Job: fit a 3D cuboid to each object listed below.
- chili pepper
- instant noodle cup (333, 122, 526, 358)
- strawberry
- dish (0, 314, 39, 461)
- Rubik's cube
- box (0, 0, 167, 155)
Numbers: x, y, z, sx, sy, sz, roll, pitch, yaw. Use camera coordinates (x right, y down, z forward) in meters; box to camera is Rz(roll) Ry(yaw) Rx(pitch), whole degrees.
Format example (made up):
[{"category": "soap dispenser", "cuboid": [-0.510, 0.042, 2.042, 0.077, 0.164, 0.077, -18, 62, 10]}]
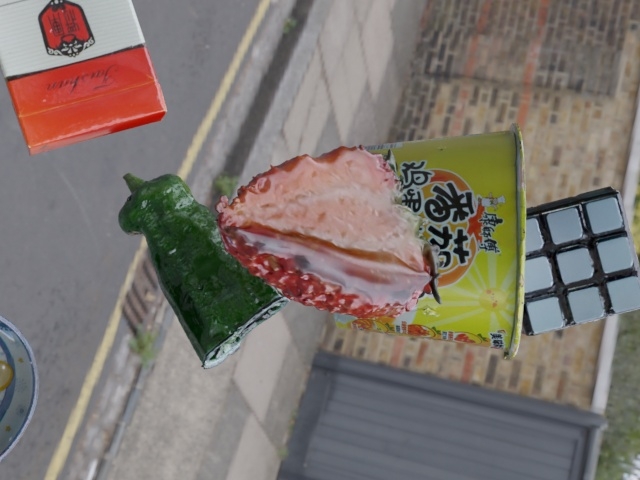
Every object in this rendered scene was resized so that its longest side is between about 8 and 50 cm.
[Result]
[{"category": "chili pepper", "cuboid": [-0.170, 0.014, 1.188, 0.136, 0.270, 0.099, -46, 160, 28]}, {"category": "instant noodle cup", "cuboid": [0.118, 0.000, 1.036, 0.264, 0.200, 0.264, 1, 90, -84]}, {"category": "strawberry", "cuboid": [0.003, 0.014, 0.813, 0.228, 0.174, 0.098, -19, 163, -47]}, {"category": "dish", "cuboid": [-0.448, 0.170, 1.067, 0.228, 0.086, 0.236, 9, 90, -46]}, {"category": "Rubik's cube", "cuboid": [0.320, 0.029, 1.235, 0.162, 0.160, 0.163, 1, 75, -86]}, {"category": "box", "cuboid": [-0.179, -0.146, 0.652, 0.048, 0.100, 0.152, 179, -107, -76]}]
